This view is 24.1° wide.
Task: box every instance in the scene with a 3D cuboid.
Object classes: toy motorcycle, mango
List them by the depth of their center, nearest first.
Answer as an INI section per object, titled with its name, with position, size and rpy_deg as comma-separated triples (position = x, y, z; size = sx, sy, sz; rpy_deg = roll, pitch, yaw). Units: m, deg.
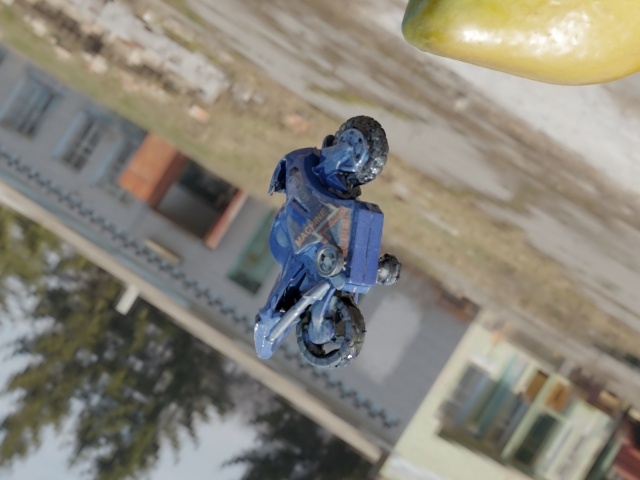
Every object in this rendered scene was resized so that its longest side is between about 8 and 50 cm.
[toy motorcycle]
position = 0.000, 0.000, 1.198
size = 0.114, 0.205, 0.076
rpy_deg = 7, 179, 43
[mango]
position = 0.218, -0.213, 1.259
size = 0.317, 0.176, 0.119
rpy_deg = -9, -142, -15
